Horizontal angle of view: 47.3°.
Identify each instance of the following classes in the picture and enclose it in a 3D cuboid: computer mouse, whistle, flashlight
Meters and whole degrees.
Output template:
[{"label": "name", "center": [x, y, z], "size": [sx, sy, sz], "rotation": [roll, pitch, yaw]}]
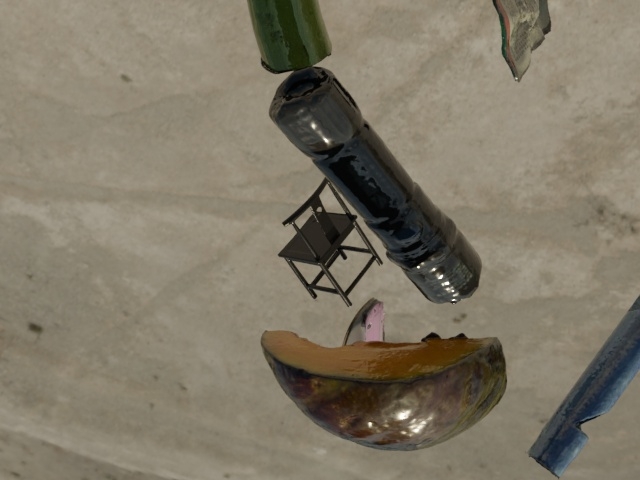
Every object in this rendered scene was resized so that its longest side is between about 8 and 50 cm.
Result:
[{"label": "computer mouse", "center": [0.094, 0.281, 1.660], "size": [0.072, 0.158, 0.310], "rotation": [8, 110, 23]}, {"label": "whistle", "center": [0.399, 0.194, 1.025], "size": [0.062, 0.304, 0.062], "rotation": [38, 176, 3]}, {"label": "flashlight", "center": [0.085, -0.056, 0.925], "size": [0.103, 0.103, 0.424], "rotation": [-7, 143, 35]}]

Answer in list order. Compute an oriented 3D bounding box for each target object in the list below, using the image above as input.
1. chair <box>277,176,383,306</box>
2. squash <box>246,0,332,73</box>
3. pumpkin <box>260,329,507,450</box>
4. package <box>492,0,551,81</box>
[{"label": "chair", "center": [0.000, 0.000, 1.557], "size": [0.141, 0.154, 0.260], "rotation": [7, 140, 47]}, {"label": "squash", "center": [-0.049, -0.299, 0.872], "size": [0.095, 0.095, 0.188], "rotation": [6, 142, 19]}, {"label": "pumpkin", "center": [0.069, 0.209, 0.900], "size": [0.312, 0.148, 0.169], "rotation": [2, 105, 13]}, {"label": "package", "center": [0.254, -0.315, 0.948], "size": [0.040, 0.232, 0.166], "rotation": [-6, 119, 33]}]
